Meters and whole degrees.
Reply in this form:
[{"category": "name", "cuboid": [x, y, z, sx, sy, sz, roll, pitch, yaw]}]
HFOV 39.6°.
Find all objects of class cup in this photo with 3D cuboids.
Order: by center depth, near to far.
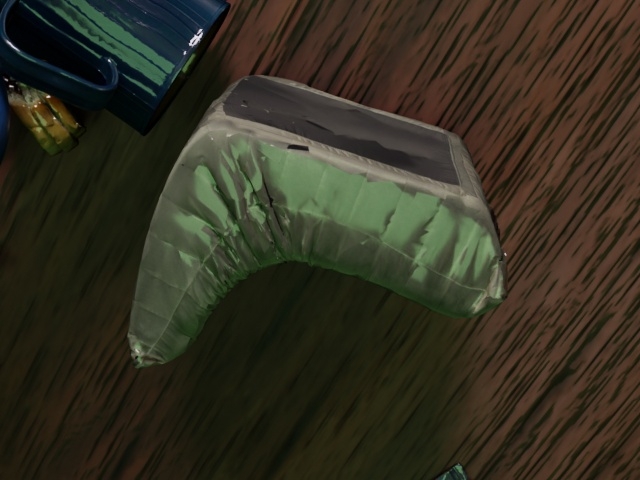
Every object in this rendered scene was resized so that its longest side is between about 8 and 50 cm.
[{"category": "cup", "cuboid": [-0.152, -0.155, 0.613, 0.138, 0.150, 0.113, 34, 101, -9]}]

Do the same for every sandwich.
[{"category": "sandwich", "cuboid": [-0.212, -0.106, 0.659, 0.035, 0.105, 0.093, -37, 113, -7]}]

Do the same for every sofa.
[{"category": "sofa", "cuboid": [0.000, 0.000, 0.640, 0.225, 0.210, 0.176, 16, 111, -5]}]

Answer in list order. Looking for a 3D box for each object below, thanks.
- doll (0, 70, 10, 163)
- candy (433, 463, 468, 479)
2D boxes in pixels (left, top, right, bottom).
[{"category": "doll", "cuboid": [-0.316, -0.065, 0.617, 0.161, 0.215, 0.257, 1, 149, -35]}, {"category": "candy", "cuboid": [0.101, 0.281, 0.845, 0.136, 0.038, 0.088, -35, 94, 8]}]
